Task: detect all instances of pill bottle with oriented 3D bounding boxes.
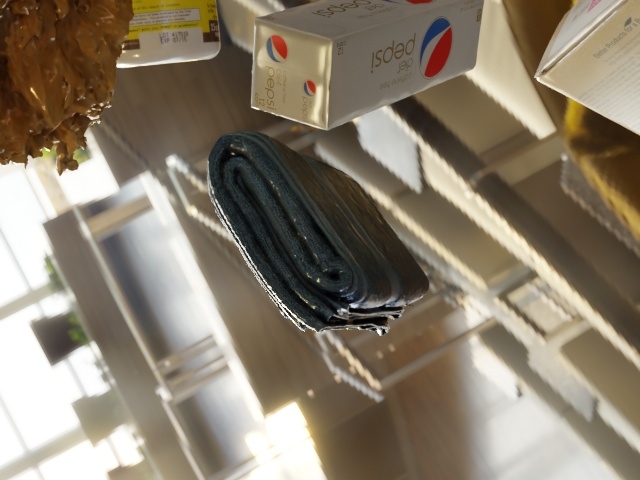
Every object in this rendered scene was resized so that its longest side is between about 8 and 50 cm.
[{"bbox_3d":[-0.169,-0.287,1.129,0.117,0.117,0.215,-162,65,-66],"label":"pill bottle"}]

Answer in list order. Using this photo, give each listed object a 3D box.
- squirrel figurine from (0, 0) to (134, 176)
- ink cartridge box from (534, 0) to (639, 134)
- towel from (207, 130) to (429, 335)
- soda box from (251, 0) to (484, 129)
[{"bbox_3d":[-0.216,-0.212,0.511,0.370,0.281,0.397,3,153,27],"label":"squirrel figurine"},{"bbox_3d":[0.334,-0.174,1.004,0.193,0.088,0.234,28,164,-6],"label":"ink cartridge box"},{"bbox_3d":[0.000,0.000,0.370,0.067,0.029,0.119,56,-168,12],"label":"towel"},{"bbox_3d":[0.041,-0.150,0.860,0.073,0.216,0.069,21,121,31],"label":"soda box"}]
